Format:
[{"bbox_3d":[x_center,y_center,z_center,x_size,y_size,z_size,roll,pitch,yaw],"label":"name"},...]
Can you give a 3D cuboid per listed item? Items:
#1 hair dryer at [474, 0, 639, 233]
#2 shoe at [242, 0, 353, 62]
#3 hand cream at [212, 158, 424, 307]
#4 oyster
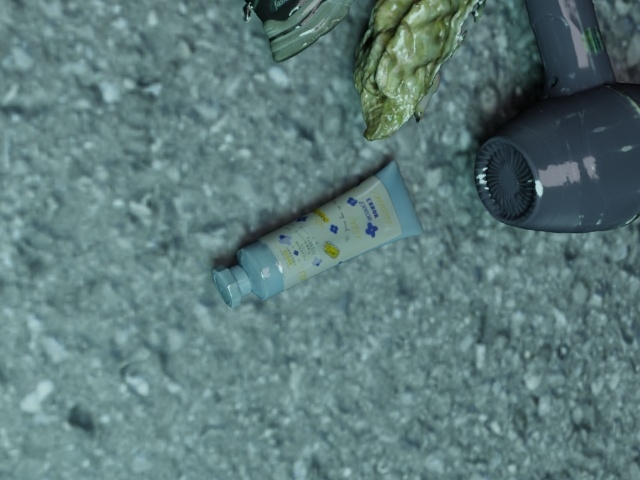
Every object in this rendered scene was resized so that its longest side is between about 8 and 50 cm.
[{"bbox_3d":[0.236,-0.197,0.699,0.301,0.121,0.361,-17,97,-28],"label":"hair dryer"},{"bbox_3d":[0.002,-0.213,0.615,0.169,0.071,0.099,-46,104,-10],"label":"shoe"},{"bbox_3d":[0.000,0.000,0.650,0.170,0.043,0.065,-26,102,-19],"label":"hand cream"},{"bbox_3d":[0.081,-0.182,0.628,0.072,0.133,0.209,20,114,-6],"label":"oyster"}]
